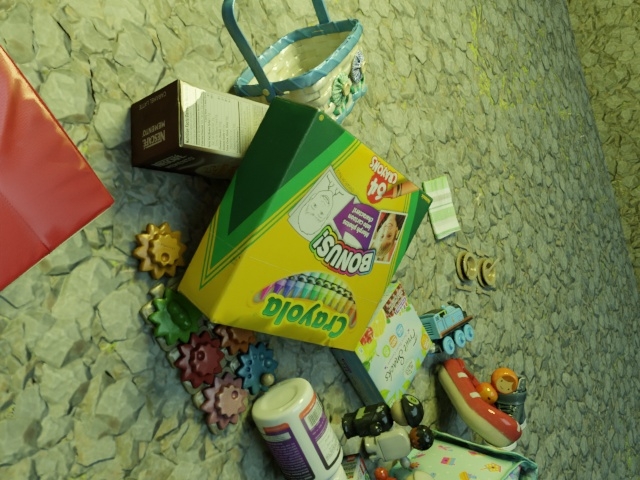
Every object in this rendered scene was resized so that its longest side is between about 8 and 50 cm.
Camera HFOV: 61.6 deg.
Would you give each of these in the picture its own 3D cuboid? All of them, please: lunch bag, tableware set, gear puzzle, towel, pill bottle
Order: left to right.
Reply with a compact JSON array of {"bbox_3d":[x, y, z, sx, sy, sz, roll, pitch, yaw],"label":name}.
[{"bbox_3d":[-0.172,0.118,0.829,0.175,0.044,0.339,-40,111,-42],"label":"gear puzzle"},{"bbox_3d":[-0.028,0.337,0.893,0.108,0.108,0.193,-38,110,-43],"label":"pill bottle"},{"bbox_3d":[0.315,-0.087,1.389,0.113,0.023,0.152,-19,96,-47],"label":"towel"},{"bbox_3d":[0.307,0.503,1.127,0.262,0.223,0.160,-16,102,-47],"label":"lunch bag"},{"bbox_3d":[0.438,0.078,1.474,0.194,0.039,0.128,15,72,-44],"label":"tableware set"}]

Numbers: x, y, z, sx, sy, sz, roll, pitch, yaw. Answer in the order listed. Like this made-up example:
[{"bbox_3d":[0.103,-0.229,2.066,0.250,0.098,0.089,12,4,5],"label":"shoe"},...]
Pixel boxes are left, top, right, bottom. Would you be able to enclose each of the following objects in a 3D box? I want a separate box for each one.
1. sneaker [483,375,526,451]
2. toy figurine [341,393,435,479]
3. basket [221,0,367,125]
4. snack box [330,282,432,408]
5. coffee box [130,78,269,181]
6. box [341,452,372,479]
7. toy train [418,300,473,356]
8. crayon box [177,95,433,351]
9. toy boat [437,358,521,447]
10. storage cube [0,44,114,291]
[{"bbox_3d":[0.483,0.443,1.410,0.226,0.086,0.163,-15,105,-56],"label":"sneaker"},{"bbox_3d":[0.144,0.405,0.967,0.209,0.148,0.213,57,19,-44],"label":"toy figurine"},{"bbox_3d":[-0.039,-0.332,0.936,0.289,0.201,0.255,58,48,-35],"label":"basket"},{"bbox_3d":[0.133,0.218,1.110,0.207,0.070,0.174,-46,115,-40],"label":"snack box"},{"bbox_3d":[-0.149,-0.156,0.836,0.246,0.141,0.098,4,81,-45],"label":"coffee box"},{"bbox_3d":[0.086,0.518,0.997,0.114,0.036,0.207,-58,128,-68],"label":"box"},{"bbox_3d":[0.300,0.208,1.282,0.184,0.080,0.105,-15,87,-46],"label":"toy train"},{"bbox_3d":[0.000,0.000,0.860,0.363,0.106,0.313,25,92,-50],"label":"crayon box"},{"bbox_3d":[0.385,0.350,1.228,0.151,0.151,0.231,42,12,-33],"label":"toy boat"},{"bbox_3d":[-0.370,-0.055,0.539,0.183,0.215,0.193,-52,125,-39],"label":"storage cube"}]
